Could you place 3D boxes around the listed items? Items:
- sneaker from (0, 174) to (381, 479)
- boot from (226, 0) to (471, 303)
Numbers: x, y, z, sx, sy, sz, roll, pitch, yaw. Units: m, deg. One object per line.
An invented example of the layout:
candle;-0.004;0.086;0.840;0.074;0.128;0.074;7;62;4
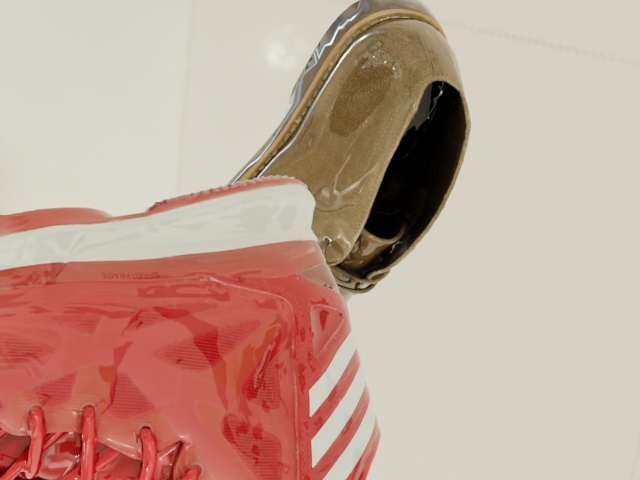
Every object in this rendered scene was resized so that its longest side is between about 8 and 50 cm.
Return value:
sneaker;-0.064;0.060;0.441;0.087;0.221;0.128;-40;72;52
boot;0.000;0.000;0.952;0.112;0.115;0.305;12;120;-27
